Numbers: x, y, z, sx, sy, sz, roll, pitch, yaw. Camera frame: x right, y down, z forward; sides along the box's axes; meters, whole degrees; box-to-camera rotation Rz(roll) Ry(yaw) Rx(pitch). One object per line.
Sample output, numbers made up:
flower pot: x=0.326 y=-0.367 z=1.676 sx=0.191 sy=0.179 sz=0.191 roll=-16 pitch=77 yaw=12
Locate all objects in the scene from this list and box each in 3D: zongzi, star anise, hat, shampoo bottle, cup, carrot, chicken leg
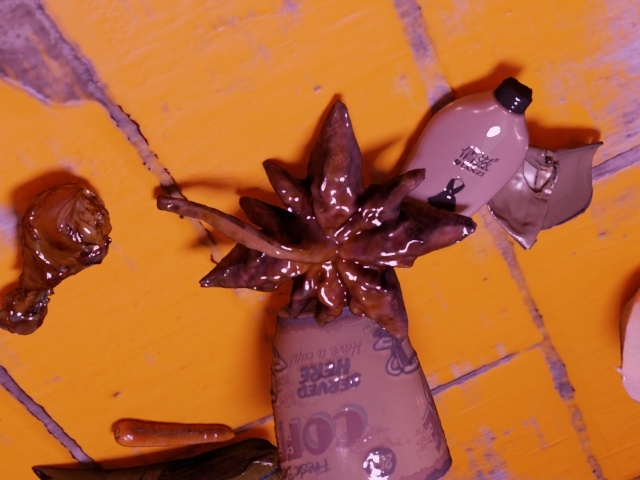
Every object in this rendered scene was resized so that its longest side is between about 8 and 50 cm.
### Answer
zongzi: x=-0.224 y=0.341 z=2.040 sx=0.300 sy=0.138 sz=0.286 roll=44 pitch=84 yaw=-8
star anise: x=0.001 y=-0.002 z=1.689 sx=0.292 sy=0.109 sz=0.349 roll=-44 pitch=110 yaw=6
hat: x=0.281 y=-0.079 z=1.811 sx=0.175 sy=0.085 sz=0.147 roll=-20 pitch=130 yaw=-39
shampoo bottle: x=0.170 y=-0.094 z=1.721 sx=0.127 sy=0.078 sz=0.257 roll=27 pitch=123 yaw=-13
cup: x=0.023 y=0.195 z=1.894 sx=0.227 sy=0.301 sz=0.257 roll=-14 pitch=97 yaw=-26
carrot: x=-0.206 y=0.275 z=2.025 sx=0.190 sy=0.037 sz=0.037 roll=5 pitch=135 yaw=-34
chicken leg: x=-0.317 y=0.026 z=1.656 sx=0.107 sy=0.087 sz=0.251 roll=24 pitch=133 yaw=-16

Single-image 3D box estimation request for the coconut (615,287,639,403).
coconut: x=0.543 y=0.144 z=2.056 sx=0.239 sy=0.244 sz=0.239 roll=-12 pitch=108 yaw=-42
